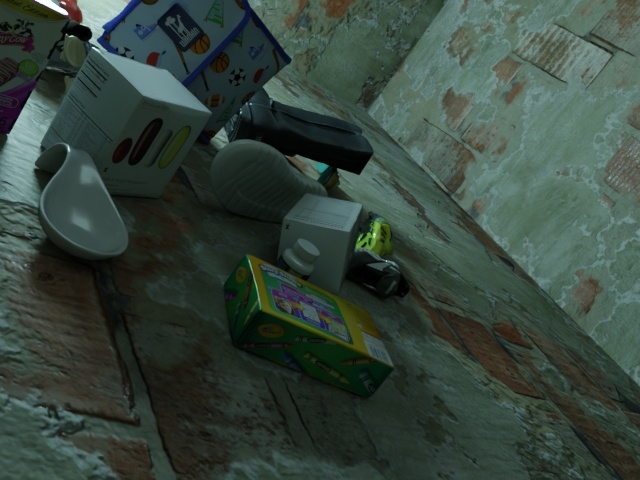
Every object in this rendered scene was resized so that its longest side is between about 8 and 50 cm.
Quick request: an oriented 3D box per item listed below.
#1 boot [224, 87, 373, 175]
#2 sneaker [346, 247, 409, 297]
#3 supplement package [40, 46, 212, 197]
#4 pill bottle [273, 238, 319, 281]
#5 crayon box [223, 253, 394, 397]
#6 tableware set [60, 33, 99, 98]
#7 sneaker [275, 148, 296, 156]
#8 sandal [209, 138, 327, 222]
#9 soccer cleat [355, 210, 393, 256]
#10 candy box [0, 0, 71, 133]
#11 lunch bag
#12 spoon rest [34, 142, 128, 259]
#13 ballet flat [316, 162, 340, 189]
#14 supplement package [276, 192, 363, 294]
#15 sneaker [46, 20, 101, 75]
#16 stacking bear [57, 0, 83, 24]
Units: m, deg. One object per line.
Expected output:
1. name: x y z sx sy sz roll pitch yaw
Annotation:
1. boot: -0.082 -0.388 2.043 0.445 0.146 0.367 7 51 -28
2. sneaker: 0.136 0.084 1.592 0.234 0.078 0.106 21 21 -45
3. supplement package: -0.345 -0.202 1.204 0.149 0.203 0.194 43 20 20
4. pill bottle: -0.054 0.057 1.235 0.067 0.120 0.067 32 19 -12
5. crayon box: -0.021 0.146 1.140 0.278 0.081 0.165 27 20 -27
6. tableware set: -0.503 -0.359 1.447 0.020 0.141 0.168 -1 2 20
7. sneaker: -0.157 -0.318 2.095 0.188 0.066 0.071 39 37 13
8. sandal: -0.129 -0.131 1.510 0.102 0.169 0.416 50 10 28
9. soccer cleat: 0.158 0.004 1.811 0.121 0.093 0.289 41 18 -8
10. candy box: -0.525 -0.297 1.055 0.159 0.233 0.071 12 30 -51
11. lunch bag: -0.303 -0.471 1.617 0.239 0.328 0.385 47 2 34
12. spoon rest: -0.373 -0.068 1.017 0.137 0.084 0.276 19 24 -43
13. ballet flat: 0.033 -0.199 2.109 0.073 0.080 0.232 47 16 -19
14. supplement package: 0.000 0.000 1.393 0.139 0.134 0.244 12 17 7
15. sneaker: -0.542 -0.436 1.508 0.228 0.132 0.086 -24 94 -63
16. stacking bear: -0.684 -0.618 1.697 0.164 0.175 0.289 20 32 -46
